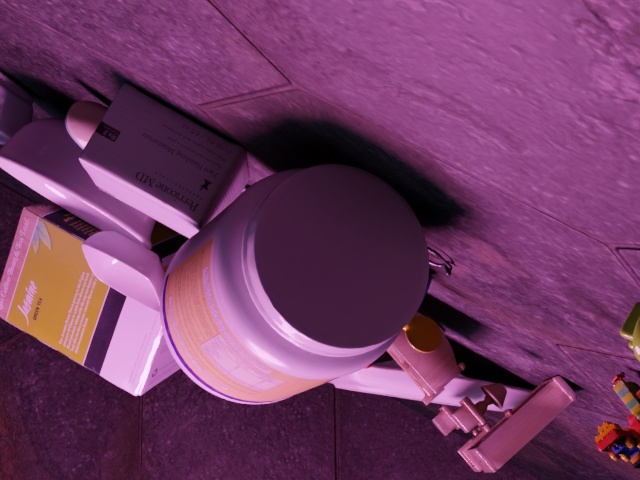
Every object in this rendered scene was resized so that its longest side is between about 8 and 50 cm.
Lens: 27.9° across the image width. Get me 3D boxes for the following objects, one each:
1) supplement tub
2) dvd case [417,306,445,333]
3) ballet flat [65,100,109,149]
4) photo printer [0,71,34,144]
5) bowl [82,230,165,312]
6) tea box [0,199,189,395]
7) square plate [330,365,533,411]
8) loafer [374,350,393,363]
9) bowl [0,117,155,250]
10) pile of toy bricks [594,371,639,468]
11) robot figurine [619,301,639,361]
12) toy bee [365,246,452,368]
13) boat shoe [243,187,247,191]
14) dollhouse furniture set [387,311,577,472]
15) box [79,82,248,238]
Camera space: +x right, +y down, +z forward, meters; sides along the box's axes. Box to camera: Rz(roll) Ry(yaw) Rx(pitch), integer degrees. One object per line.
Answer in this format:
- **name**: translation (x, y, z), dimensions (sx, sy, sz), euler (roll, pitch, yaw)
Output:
- **supplement tub**: translation (-0.036, 0.055, 1.504), dimensions (0.241, 0.241, 0.331), euler (32, 157, -12)
- **dvd case**: translation (0.095, 0.085, 2.058), dimensions (0.164, 0.018, 0.221), euler (22, 167, 32)
- **ballet flat**: translation (-0.263, -0.131, 1.863), dimensions (0.086, 0.086, 0.248), euler (22, 169, 39)
- **photo printer**: translation (-0.645, -0.273, 2.126), dimensions (0.307, 0.107, 0.256), euler (19, 166, 49)
- **bowl**: translation (-0.302, 0.042, 2.044), dimensions (0.142, 0.053, 0.142), euler (27, 158, 15)
- **tea box**: translation (-0.344, 0.070, 2.306), dimensions (0.323, 0.220, 0.329), euler (29, -159, 15)
- **square plate**: translation (0.174, 0.259, 2.281), dimensions (0.344, 0.049, 0.347), euler (9, 173, -12)
- **loafer**: translation (0.001, 0.141, 2.357), dimensions (0.319, 0.111, 0.112), euler (15, -151, -7)
- **bowl**: translation (-0.366, -0.113, 2.051), dimensions (0.297, 0.134, 0.298), euler (28, 171, 5)
- **pile of toy bricks**: translation (0.405, 0.212, 1.613), dimensions (0.212, 0.118, 0.105), euler (16, -147, -52)
- **robot figurine**: translation (0.343, 0.096, 1.215), dimensions (0.115, 0.067, 0.101), euler (20, 158, 46)
- **toy bee**: translation (0.065, 0.087, 1.719), dimensions (0.195, 0.162, 0.298), euler (27, 171, 16)
- **boat shoe**: translation (-0.083, -0.022, 1.826), dimensions (0.226, 0.083, 0.076), euler (23, 169, 40)
- **dollhouse furniture set**: translation (0.207, 0.171, 2.011), dimensions (0.355, 0.174, 0.303), euler (49, 172, 8)
- **box**: translation (-0.201, -0.094, 1.698), dimensions (0.181, 0.119, 0.182), euler (29, 171, 4)
